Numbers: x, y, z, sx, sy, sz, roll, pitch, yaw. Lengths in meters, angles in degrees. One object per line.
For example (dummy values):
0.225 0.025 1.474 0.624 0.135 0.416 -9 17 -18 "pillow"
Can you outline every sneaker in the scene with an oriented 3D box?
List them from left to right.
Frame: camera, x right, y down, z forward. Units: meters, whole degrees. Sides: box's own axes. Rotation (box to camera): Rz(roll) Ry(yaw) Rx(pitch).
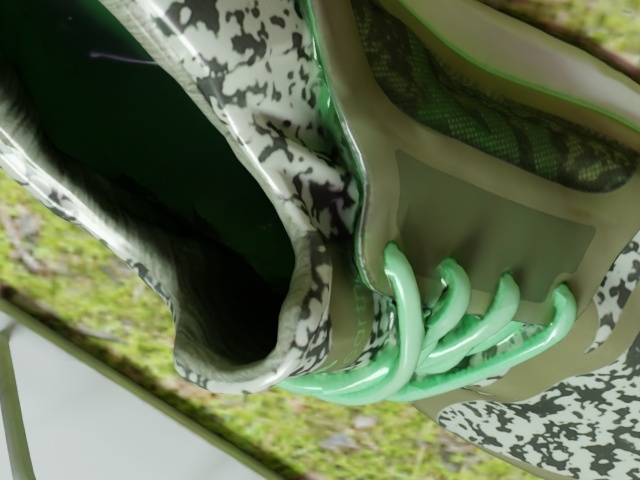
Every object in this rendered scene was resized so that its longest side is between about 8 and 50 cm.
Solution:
0.000 0.000 0.519 0.158 0.182 0.410 -32 122 33 "sneaker"

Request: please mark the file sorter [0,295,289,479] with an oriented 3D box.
-0.128 0.206 0.668 0.193 0.173 0.277 36 98 -22 "file sorter"
